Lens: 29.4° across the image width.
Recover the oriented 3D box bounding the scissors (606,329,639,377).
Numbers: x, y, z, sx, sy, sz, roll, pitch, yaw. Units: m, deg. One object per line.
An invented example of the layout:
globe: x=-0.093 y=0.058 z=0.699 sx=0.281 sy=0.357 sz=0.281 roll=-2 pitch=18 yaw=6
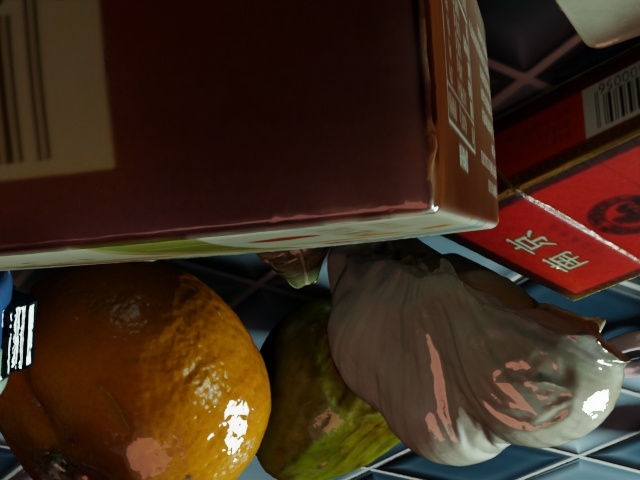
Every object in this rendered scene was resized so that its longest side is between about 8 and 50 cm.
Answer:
scissors: x=0.316 y=0.069 z=1.011 sx=0.118 sy=0.030 sz=0.242 roll=5 pitch=155 yaw=-7

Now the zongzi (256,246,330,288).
zongzi: x=0.000 y=0.000 z=0.903 sx=0.083 sy=0.040 sz=0.076 roll=-26 pitch=152 yaw=10

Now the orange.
orange: x=-0.149 y=0.116 z=0.937 sx=0.224 sy=0.170 sz=0.224 roll=20 pitch=137 yaw=20

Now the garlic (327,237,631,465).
garlic: x=0.084 y=0.074 z=0.834 sx=0.178 sy=0.229 sz=0.142 roll=22 pitch=102 yaw=-46

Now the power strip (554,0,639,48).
power strip: x=0.201 y=-0.155 z=0.611 sx=0.192 sy=0.035 sz=0.081 roll=-17 pitch=146 yaw=27

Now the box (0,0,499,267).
box: x=-0.103 y=-0.050 z=0.548 sx=0.345 sy=0.122 sz=0.385 roll=-5 pitch=179 yaw=11

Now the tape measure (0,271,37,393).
tape measure: x=-0.364 y=0.051 z=0.764 sx=0.351 sy=0.097 sz=0.215 roll=-5 pitch=-160 yaw=-29

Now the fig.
fig: x=0.008 y=0.127 z=1.012 sx=0.144 sy=0.154 sz=0.165 roll=40 pitch=106 yaw=5

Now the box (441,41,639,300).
box: x=0.205 y=-0.047 z=0.767 sx=0.153 sy=0.074 sz=0.240 roll=21 pitch=147 yaw=-38
